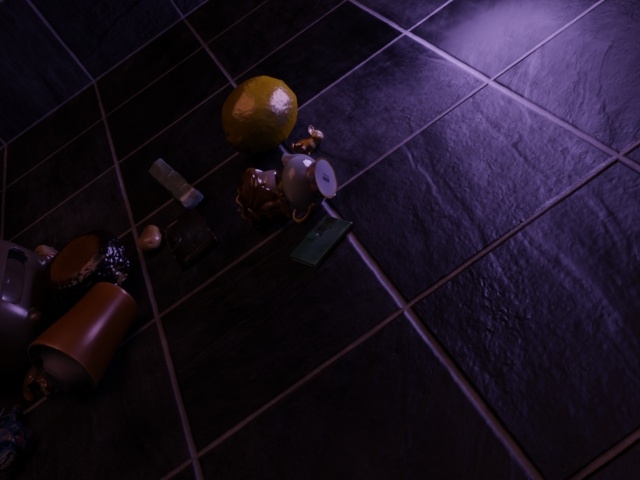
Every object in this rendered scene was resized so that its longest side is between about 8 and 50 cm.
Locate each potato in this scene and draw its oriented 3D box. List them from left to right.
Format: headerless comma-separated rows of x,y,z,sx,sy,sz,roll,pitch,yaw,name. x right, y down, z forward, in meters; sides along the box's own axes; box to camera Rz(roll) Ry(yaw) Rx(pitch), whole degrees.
-0.471,-0.005,2.175,0.068,0.062,0.083,-7,67,-4,potato

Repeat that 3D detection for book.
0.000,0.000,1.795,0.135,0.017,0.103,-48,36,-18,book

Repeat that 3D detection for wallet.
-0.356,-0.011,2.108,0.122,0.031,0.232,-37,34,-5,wallet

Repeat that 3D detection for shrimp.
-0.709,0.360,1.955,0.095,0.045,0.162,-41,36,-7,shrimp

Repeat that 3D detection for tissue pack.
-0.870,0.175,2.094,0.277,0.267,0.387,-47,32,20,tissue pack

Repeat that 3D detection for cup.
-0.567,0.243,1.892,0.226,0.182,0.264,-46,9,48,cup

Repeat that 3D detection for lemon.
-0.171,-0.351,2.208,0.204,0.204,0.260,8,56,46,lemon

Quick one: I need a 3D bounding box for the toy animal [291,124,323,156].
-0.031,-0.270,2.117,0.081,0.060,0.083,16,67,48,toy animal

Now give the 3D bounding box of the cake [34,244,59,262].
-0.863,0.114,2.352,0.225,0.090,0.109,-47,41,-12,cake

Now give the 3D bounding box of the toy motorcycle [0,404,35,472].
-0.723,0.460,1.828,0.114,0.076,0.205,-35,31,-15,toy motorcycle

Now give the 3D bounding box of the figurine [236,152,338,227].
-0.095,-0.122,1.921,0.263,0.142,0.190,-13,63,30,figurine

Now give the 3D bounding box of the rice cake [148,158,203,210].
-0.430,-0.164,2.332,0.066,0.063,0.336,-47,36,-5,rice cake

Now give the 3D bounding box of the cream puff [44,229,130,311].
-0.608,0.090,2.086,0.239,0.165,0.239,-20,40,18,cream puff
